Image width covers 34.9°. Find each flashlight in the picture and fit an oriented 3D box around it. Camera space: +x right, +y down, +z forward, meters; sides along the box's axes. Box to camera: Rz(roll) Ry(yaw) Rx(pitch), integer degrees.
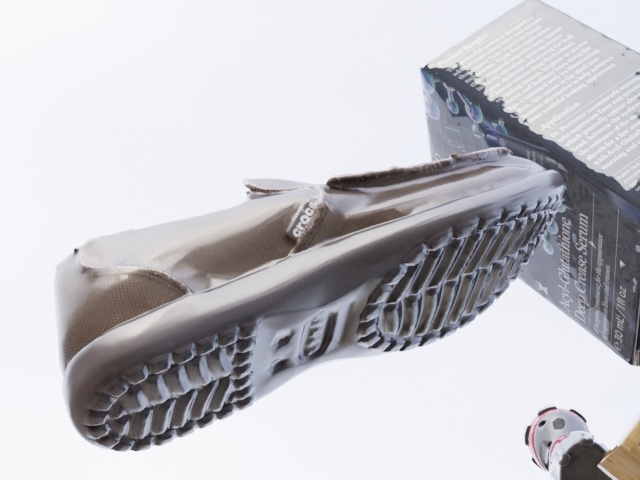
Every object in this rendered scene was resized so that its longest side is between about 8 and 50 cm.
[{"bbox_3d":[0.342,0.287,1.392,0.103,0.304,0.103,42,-90,8],"label":"flashlight"}]

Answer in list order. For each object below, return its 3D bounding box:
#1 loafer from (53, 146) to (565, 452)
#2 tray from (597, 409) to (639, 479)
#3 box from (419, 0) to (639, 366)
[{"bbox_3d":[0.000,0.000,0.634,0.130,0.365,0.134,53,-37,30],"label":"loafer"},{"bbox_3d":[0.521,0.300,1.074,0.411,0.203,0.076,41,-30,14],"label":"tray"},{"bbox_3d":[0.343,-0.086,1.339,0.395,0.212,0.294,42,-22,39],"label":"box"}]
